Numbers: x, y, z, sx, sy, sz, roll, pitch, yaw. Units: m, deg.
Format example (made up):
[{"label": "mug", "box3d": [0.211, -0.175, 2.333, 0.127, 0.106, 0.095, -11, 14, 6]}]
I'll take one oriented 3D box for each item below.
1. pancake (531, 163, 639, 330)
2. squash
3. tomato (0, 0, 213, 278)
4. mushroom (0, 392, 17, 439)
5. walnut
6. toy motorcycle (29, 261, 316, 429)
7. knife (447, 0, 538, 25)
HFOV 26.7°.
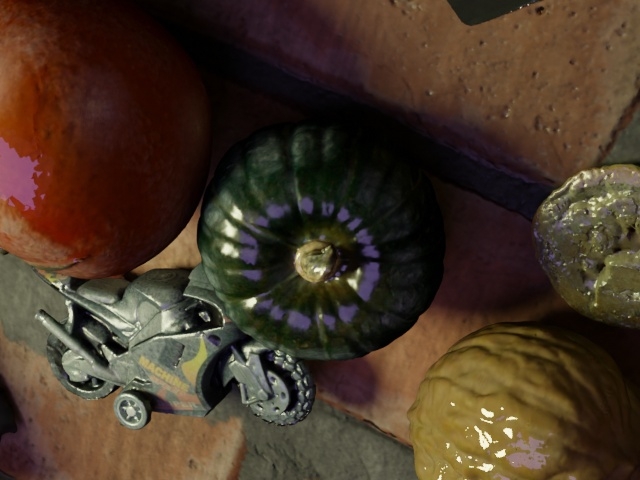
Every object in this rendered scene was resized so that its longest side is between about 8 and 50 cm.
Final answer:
[{"label": "pancake", "box3d": [0.251, 0.007, 1.117, 0.158, 0.028, 0.158, 14, 125, 21]}, {"label": "squash", "box3d": [0.000, -0.001, 1.138, 0.218, 0.172, 0.218, 12, 128, 16]}, {"label": "tomato", "box3d": [-0.218, -0.100, 1.136, 0.264, 0.265, 0.265, 12, 124, 19]}, {"label": "mushroom", "box3d": [-0.602, 0.205, 1.494, 0.397, 0.313, 0.224, -1, 115, 33]}, {"label": "walnut", "box3d": [0.181, 0.165, 1.133, 0.213, 0.213, 0.213, 12, 124, 19]}, {"label": "toy motorcycle", "box3d": [-0.146, 0.091, 1.316, 0.307, 0.108, 0.173, 5, 112, 24]}, {"label": "knife", "box3d": [0.191, -0.233, 1.005, 0.245, 0.019, 0.072, -25, 110, 38]}]
